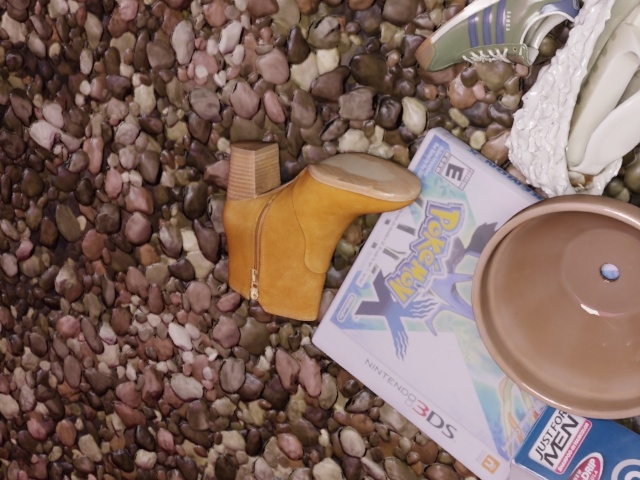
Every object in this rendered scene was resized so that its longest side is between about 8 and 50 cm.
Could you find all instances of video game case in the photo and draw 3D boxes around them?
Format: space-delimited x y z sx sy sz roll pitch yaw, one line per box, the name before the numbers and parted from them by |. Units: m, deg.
video game case | 0.174 0.083 1.302 0.300 0.036 0.329 37 118 17

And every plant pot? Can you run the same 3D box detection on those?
plant pot | 0.283 0.054 1.133 0.237 0.110 0.237 12 118 24

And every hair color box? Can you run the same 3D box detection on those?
hair color box | 0.368 0.312 1.160 0.347 0.105 0.174 28 151 21

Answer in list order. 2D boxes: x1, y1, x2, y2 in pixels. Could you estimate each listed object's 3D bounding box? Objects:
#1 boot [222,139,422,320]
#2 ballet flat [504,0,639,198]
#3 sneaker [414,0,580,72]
boot | -0.001 0.000 1.348 0.295 0.104 0.211 14 115 38
ballet flat | 0.320 -0.202 1.077 0.147 0.147 0.409 35 122 19
sneaker | 0.194 -0.219 1.196 0.192 0.064 0.086 -34 79 29
